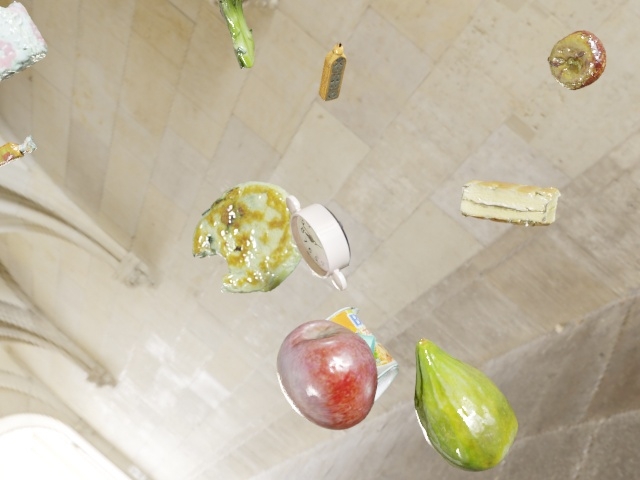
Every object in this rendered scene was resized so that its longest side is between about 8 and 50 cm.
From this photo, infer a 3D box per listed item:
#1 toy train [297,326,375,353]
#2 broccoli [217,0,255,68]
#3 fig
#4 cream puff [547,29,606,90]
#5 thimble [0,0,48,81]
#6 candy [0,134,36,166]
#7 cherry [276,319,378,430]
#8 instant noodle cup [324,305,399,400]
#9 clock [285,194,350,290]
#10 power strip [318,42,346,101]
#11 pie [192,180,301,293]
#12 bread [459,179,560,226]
[{"bbox_3d":[0.027,0.290,1.748,0.101,0.248,0.159,81,-158,-46],"label":"toy train"},{"bbox_3d":[-0.152,-0.410,1.227,0.118,0.122,0.204,-48,-46,-51],"label":"broccoli"},{"bbox_3d":[0.236,0.299,1.228,0.167,0.233,0.167,-42,-21,-20],"label":"fig"},{"bbox_3d":[0.651,-0.456,1.738,0.084,0.149,0.149,-21,-19,-37],"label":"cream puff"},{"bbox_3d":[-0.800,-0.498,1.751,0.211,0.149,0.185,-11,27,42],"label":"thimble"},{"bbox_3d":[-0.808,-0.225,1.791,0.182,0.053,0.046,-20,11,16],"label":"candy"},{"bbox_3d":[0.012,0.295,1.459,0.206,0.239,0.239,-5,-29,-34],"label":"cherry"},{"bbox_3d":[0.066,0.363,1.928,0.296,0.214,0.296,-40,-22,-19],"label":"instant noodle cup"},{"bbox_3d":[0.000,0.000,1.440,0.063,0.229,0.155,-27,-12,-20],"label":"clock"},{"bbox_3d":[0.032,-0.407,1.671,0.049,0.028,0.178,-18,-30,-21],"label":"power strip"},{"bbox_3d":[-0.176,-0.009,1.750,0.302,0.302,0.067,-50,-16,1],"label":"pie"},{"bbox_3d":[0.525,-0.103,1.900,0.246,0.239,0.111,-10,-73,-63],"label":"bread"}]
